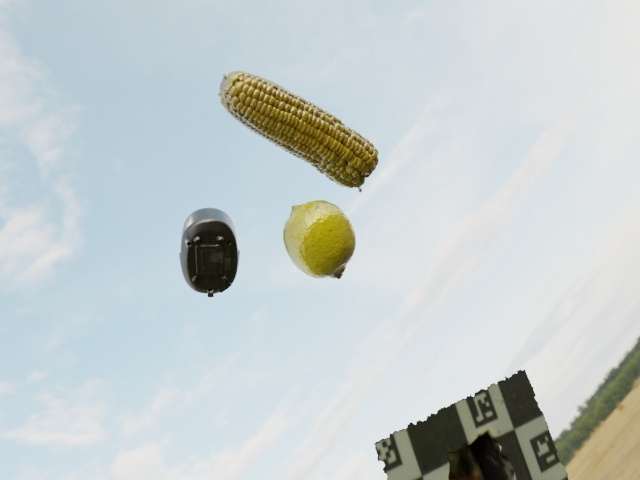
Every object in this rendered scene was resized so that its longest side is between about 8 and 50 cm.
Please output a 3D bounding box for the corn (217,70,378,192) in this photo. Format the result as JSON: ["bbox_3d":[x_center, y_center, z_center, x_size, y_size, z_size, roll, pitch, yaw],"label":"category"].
[{"bbox_3d":[-0.033,-0.188,1.071,0.313,0.102,0.102,27,-76,-27],"label":"corn"}]

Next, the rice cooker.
[{"bbox_3d":[-0.207,0.023,1.181,0.112,0.106,0.165,-3,-73,-10],"label":"rice cooker"}]

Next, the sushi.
[{"bbox_3d":[0.201,0.385,0.786,0.296,0.372,0.100,-13,-11,-37],"label":"sushi"}]

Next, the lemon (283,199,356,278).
[{"bbox_3d":[0.000,0.000,0.955,0.109,0.133,0.109,-30,12,7],"label":"lemon"}]
